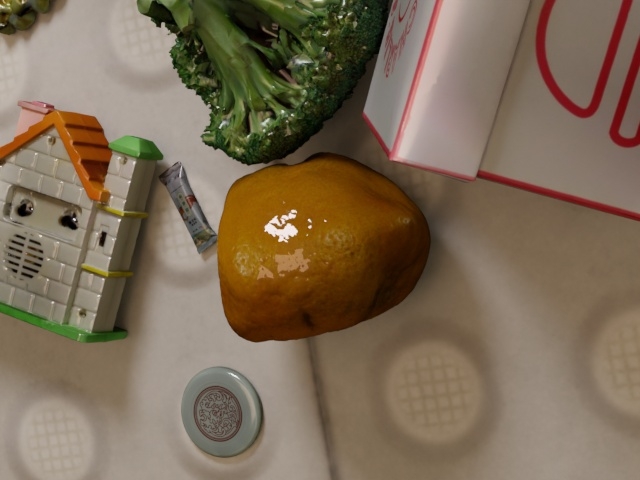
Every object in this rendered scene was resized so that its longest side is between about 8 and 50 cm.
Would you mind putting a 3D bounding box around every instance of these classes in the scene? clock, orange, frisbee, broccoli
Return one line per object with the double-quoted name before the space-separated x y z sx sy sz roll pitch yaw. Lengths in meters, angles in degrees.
"clock" -0.318 -0.029 1.787 0.219 0.106 0.255 18 96 21
"orange" 0.000 0.000 1.565 0.248 0.249 0.183 -11 95 25
"frisbee" -0.119 0.204 1.752 0.110 0.014 0.110 2 95 25
"broccoli" -0.063 -0.234 1.558 0.307 0.275 0.308 -8 78 42

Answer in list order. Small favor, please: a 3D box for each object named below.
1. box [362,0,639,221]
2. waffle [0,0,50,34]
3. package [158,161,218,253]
"box" 0.227 -0.202 1.358 0.299 0.314 0.312 14 101 -6
"waffle" -0.403 -0.368 1.824 0.214 0.054 0.208 45 112 11
"package" -0.156 -0.039 1.753 0.037 0.015 0.110 -34 78 28
